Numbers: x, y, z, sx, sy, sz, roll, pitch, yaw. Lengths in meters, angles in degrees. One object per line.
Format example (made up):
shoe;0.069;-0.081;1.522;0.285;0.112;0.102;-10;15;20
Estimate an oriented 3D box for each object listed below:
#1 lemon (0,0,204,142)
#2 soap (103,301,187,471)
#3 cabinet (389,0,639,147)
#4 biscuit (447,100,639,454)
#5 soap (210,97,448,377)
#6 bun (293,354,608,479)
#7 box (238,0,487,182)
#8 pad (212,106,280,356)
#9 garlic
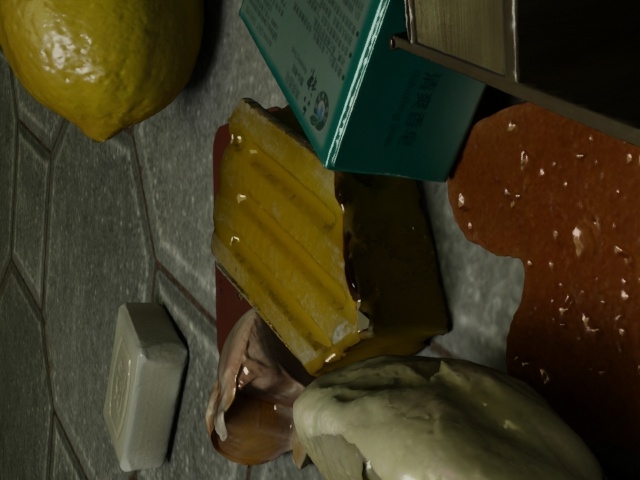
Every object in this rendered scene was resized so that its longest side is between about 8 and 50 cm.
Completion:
lemon;-0.241;-0.257;0.937;0.263;0.236;0.236;59;146;-1
soap;-0.226;0.185;1.085;0.121;0.063;0.183;47;129;52
cabinet;0.128;-0.152;0.337;0.215;0.148;0.175;40;145;53
biscuit;0.138;0.013;0.484;0.186;0.036;0.192;-5;87;62
soap;0.000;0.000;0.674;0.257;0.080;0.160;42;127;50
bun;0.088;0.139;0.454;0.210;0.116;0.237;58;166;-25
box;0.028;-0.167;0.582;0.245;0.092;0.153;-116;38;-48
pad;-0.073;0.006;0.877;0.181;0.004;0.267;-3;88;60
garlic;-0.060;0.143;0.773;0.124;0.099;0.174;-109;33;-42
